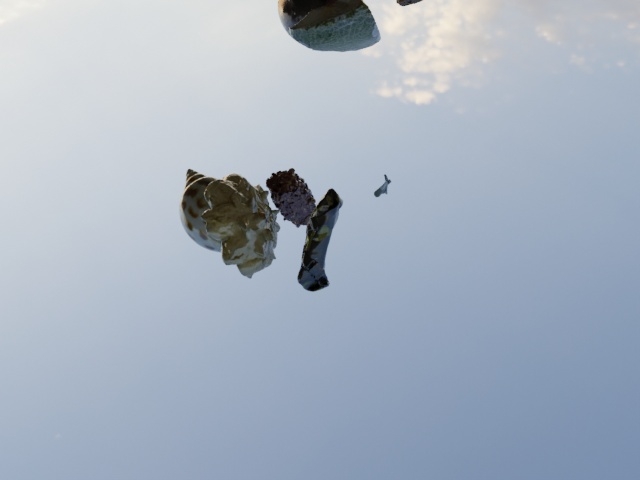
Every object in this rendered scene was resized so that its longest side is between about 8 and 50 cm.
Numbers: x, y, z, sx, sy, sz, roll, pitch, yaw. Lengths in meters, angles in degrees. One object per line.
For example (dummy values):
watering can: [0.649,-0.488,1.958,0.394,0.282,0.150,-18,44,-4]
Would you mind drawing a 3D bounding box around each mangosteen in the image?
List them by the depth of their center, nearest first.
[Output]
mangosteen: [-0.005,-0.779,2.064,0.311,0.311,0.311,-7,-136,7]

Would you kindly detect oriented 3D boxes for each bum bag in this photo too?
bum bag: [0.000,0.000,1.392,0.060,0.232,0.107,14,-170,25]

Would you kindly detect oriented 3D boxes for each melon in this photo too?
melon: [0.047,-0.425,1.221,0.202,0.093,0.139,-10,180,-25]

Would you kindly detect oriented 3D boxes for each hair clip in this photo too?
hair clip: [0.182,-0.156,1.853,0.030,0.115,0.039,43,-106,9]

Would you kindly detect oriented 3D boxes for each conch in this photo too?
conch: [-0.335,-0.095,1.857,0.149,0.183,0.275,5,-123,-12]

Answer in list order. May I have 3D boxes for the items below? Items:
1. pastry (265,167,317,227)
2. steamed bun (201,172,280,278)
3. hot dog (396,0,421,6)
pastry: [-0.081,-0.123,1.858,0.115,0.208,0.097,-27,-125,10]
steamed bun: [-0.184,-0.055,1.686,0.137,0.295,0.292,-23,-118,18]
hot dog: [0.319,-0.822,2.175,0.122,0.049,0.037,-8,-93,23]
